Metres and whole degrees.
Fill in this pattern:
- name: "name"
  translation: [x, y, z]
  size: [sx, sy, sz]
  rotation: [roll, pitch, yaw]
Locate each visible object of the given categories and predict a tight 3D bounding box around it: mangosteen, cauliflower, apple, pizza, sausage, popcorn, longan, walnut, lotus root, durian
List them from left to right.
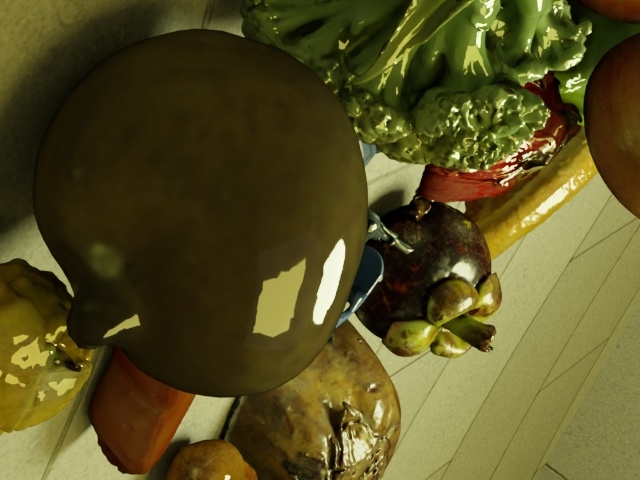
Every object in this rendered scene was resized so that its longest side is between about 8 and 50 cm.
- name: "popcorn"
  translation: [-0.254, 0.084, 1.229]
  size: [0.148, 0.152, 0.167]
  rotation: [-45, 145, -21]
- name: "sausage"
  translation: [-0.151, 0.097, 1.536]
  size: [0.094, 0.097, 0.348]
  rotation: [-21, 144, -44]
- name: "longan"
  translation: [-0.096, -0.017, 1.233]
  size: [0.300, 0.300, 0.243]
  rotation: [-41, -170, -31]
- name: "walnut"
  translation: [-0.134, 0.306, 1.904]
  size: [0.116, 0.116, 0.207]
  rotation: [-48, 159, -16]
- name: "lotus root"
  translation: [0.003, 0.243, 2.021]
  size: [0.272, 0.192, 0.272]
  rotation: [-37, 150, -26]
- name: "mangosteen"
  translation: [0.140, 0.061, 1.942]
  size: [0.192, 0.217, 0.192]
  rotation: [-23, 138, -22]
- name: "cauliflower"
  translation: [0.099, -0.216, 1.350]
  size: [0.327, 0.260, 0.281]
  rotation: [1, 133, -30]
- name: "pizza"
  translation: [0.291, -0.098, 2.106]
  size: [0.365, 0.182, 0.074]
  rotation: [-43, 122, -10]
- name: "durian"
  translation: [0.367, -0.256, 1.906]
  size: [0.339, 0.256, 0.204]
  rotation: [-71, 157, -71]
- name: "apple"
  translation: [0.408, -0.121, 1.695]
  size: [0.253, 0.253, 0.253]
  rotation: [-45, 158, -23]

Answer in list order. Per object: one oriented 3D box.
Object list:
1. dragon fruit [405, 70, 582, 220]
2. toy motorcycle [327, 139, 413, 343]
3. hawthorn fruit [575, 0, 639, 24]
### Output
- name: "dragon fruit"
  translation: [0.207, -0.127, 1.714]
  size: [0.218, 0.148, 0.223]
  rotation: [107, 6, -51]
- name: "toy motorcycle"
  translation: [0.000, 0.000, 1.674]
  size: [0.212, 0.125, 0.358]
  rotation: [-50, 157, -21]
- name: "hawthorn fruit"
  translation: [0.345, -0.350, 1.650]
  size: [0.284, 0.284, 0.284]
  rotation: [-45, 158, -23]
